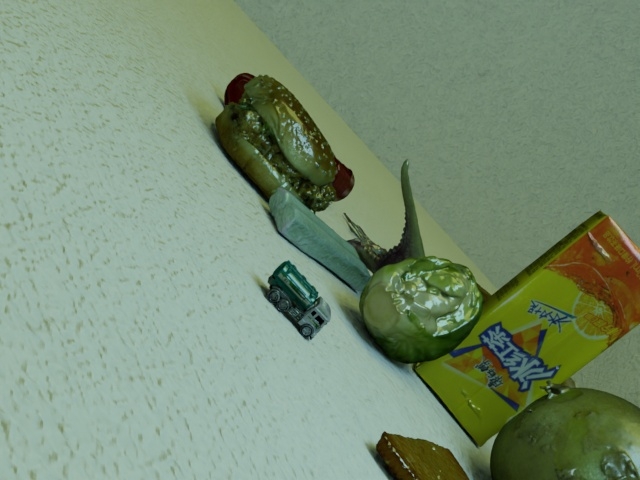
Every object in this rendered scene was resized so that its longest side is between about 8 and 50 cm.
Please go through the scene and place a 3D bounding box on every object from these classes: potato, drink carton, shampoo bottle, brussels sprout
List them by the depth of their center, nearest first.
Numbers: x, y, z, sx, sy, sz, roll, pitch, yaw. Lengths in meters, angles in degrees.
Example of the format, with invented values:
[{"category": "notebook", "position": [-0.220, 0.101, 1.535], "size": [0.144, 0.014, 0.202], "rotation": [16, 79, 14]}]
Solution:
[{"category": "potato", "position": [0.370, 0.346, 1.242], "size": [0.359, 0.219, 0.270], "rotation": [57, 5, 25]}, {"category": "brussels sprout", "position": [0.129, 0.097, 1.356], "size": [0.183, 0.145, 0.131], "rotation": [-1, 69, -28]}, {"category": "drink carton", "position": [0.316, 0.124, 1.442], "size": [0.154, 0.351, 0.111], "rotation": [50, 10, 3]}, {"category": "shampoo bottle", "position": [-0.047, -0.171, 1.763], "size": [0.314, 0.076, 0.118], "rotation": [40, 11, -45]}]

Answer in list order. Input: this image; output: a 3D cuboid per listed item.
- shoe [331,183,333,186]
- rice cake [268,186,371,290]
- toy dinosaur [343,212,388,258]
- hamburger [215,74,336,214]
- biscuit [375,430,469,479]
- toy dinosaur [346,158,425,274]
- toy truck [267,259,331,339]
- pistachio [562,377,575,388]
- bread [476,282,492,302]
[{"category": "shoe", "position": [-0.018, -0.097, 1.651], "size": [0.071, 0.064, 0.143], "rotation": [54, 13, 30]}, {"category": "rice cake", "position": [0.000, 0.000, 1.425], "size": [0.226, 0.040, 0.085], "rotation": [38, 16, -50]}, {"category": "toy dinosaur", "position": [0.106, 0.018, 1.866], "size": [0.220, 0.032, 0.108], "rotation": [45, 9, 37]}, {"category": "hamburger", "position": [-0.053, -0.137, 1.474], "size": [0.215, 0.122, 0.189], "rotation": [50, 7, -10]}, {"category": "biscuit", "position": [0.123, 0.257, 1.039], "size": [0.126, 0.025, 0.206], "rotation": [54, 12, 29]}, {"category": "toy dinosaur", "position": [0.121, 0.023, 1.474], "size": [0.199, 0.072, 0.251], "rotation": [51, -25, 5]}, {"category": "toy truck", "position": [-0.023, 0.063, 1.076], "size": [0.083, 0.044, 0.039], "rotation": [47, 13, -11]}, {"category": "pistachio", "position": [0.396, 0.289, 1.808], "size": [0.144, 0.144, 0.215], "rotation": [53, 3, 18]}, {"category": "bread", "position": [0.235, 0.144, 1.647], "size": [0.227, 0.142, 0.253], "rotation": [55, 14, 23]}]
